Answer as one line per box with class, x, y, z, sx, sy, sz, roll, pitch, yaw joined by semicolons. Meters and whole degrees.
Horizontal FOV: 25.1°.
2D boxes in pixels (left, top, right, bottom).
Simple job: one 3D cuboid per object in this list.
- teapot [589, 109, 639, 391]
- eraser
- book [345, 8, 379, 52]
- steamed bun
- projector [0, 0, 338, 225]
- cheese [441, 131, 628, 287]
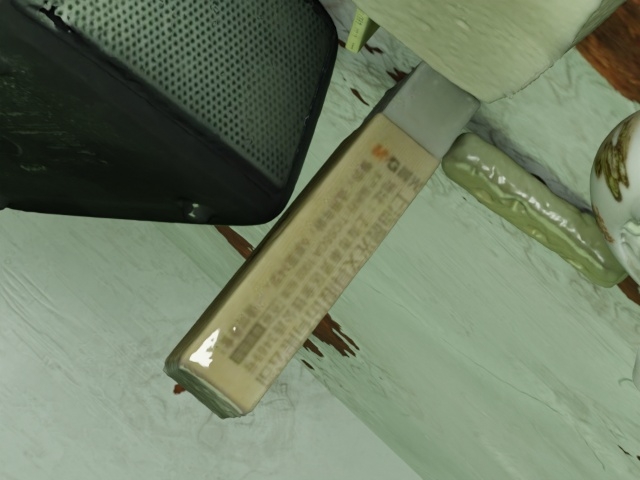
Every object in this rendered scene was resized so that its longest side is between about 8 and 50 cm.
teapot;0.267;0.007;0.963;0.204;0.139;0.298;33;164;27
eraser;0.000;0.000;1.253;0.078;0.343;0.144;39;166;-5
book;0.052;-0.190;1.086;0.014;0.077;0.111;38;167;4
steamed bun;0.114;-0.185;0.730;0.146;0.164;0.241;41;166;1
projector;-0.254;-0.186;1.279;0.395;0.242;0.405;6;160;38
cheese;0.192;-0.027;1.267;0.194;0.043;0.065;35;171;8
